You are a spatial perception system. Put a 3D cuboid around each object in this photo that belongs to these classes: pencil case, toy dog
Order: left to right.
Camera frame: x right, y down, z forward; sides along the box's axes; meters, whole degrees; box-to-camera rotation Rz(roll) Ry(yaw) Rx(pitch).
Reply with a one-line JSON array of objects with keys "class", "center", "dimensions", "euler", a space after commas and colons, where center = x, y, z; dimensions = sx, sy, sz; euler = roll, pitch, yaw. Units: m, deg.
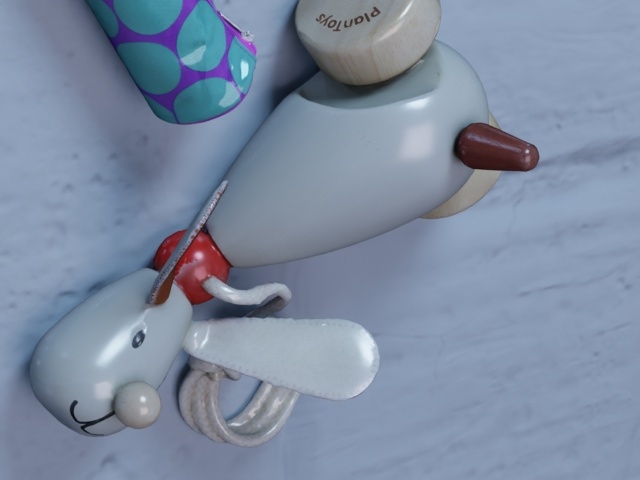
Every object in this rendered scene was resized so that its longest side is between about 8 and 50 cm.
[{"class": "pencil case", "center": [-0.090, -0.135, 1.014], "dimensions": [0.070, 0.064, 0.151], "euler": [-30, 131, 0]}, {"class": "toy dog", "center": [0.000, 0.000, 1.089], "dimensions": [0.220, 0.161, 0.333], "euler": [26, 97, -42]}]
